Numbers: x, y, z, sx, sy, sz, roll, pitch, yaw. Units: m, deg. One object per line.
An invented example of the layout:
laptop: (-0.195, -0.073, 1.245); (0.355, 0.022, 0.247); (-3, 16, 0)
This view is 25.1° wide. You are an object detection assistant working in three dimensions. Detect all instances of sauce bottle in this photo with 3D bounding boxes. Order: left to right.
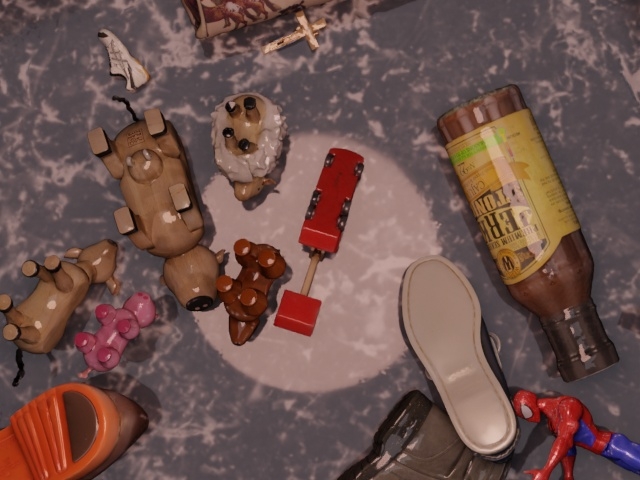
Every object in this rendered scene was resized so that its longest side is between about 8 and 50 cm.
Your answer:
sauce bottle: (0.247, -0.006, 1.661); (0.111, 0.111, 0.344); (-24, 86, -1)

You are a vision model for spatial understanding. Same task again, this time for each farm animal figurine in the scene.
farm animal figurine: (-0.194, 0.002, 1.646); (0.330, 0.172, 0.326); (-4, 75, 8)

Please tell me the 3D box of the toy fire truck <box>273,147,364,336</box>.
toy fire truck: (0.000, 0.000, 1.668); (0.047, 0.135, 0.192); (17, 48, 1)

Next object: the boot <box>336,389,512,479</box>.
boot: (0.102, 0.309, 1.666); (0.161, 0.083, 0.246); (39, 89, -4)

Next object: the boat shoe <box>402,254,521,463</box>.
boat shoe: (0.165, 0.136, 1.659); (0.095, 0.079, 0.254); (-27, 63, 2)

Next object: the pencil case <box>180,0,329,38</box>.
pencil case: (0.023, -0.374, 1.656); (0.410, 0.160, 0.183); (-16, 102, 0)

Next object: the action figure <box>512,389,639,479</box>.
action figure: (0.331, 0.274, 1.655); (0.280, 0.091, 0.139); (30, 78, 2)

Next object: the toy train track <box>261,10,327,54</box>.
toy train track: (-0.031, -0.244, 1.723); (0.083, 0.014, 0.048); (-24, 95, 5)

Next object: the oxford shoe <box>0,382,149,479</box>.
oxford shoe: (-0.356, 0.277, 1.647); (0.364, 0.133, 0.130); (-26, 72, 19)

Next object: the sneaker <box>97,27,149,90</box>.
sneaker: (-0.242, -0.214, 1.713); (0.037, 0.032, 0.083); (-41, 87, -2)
